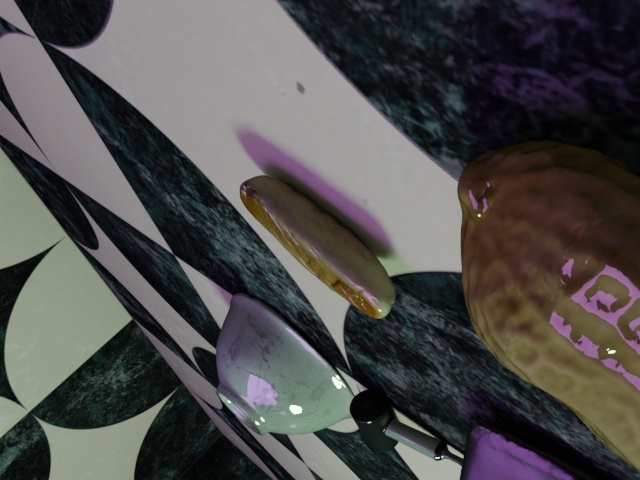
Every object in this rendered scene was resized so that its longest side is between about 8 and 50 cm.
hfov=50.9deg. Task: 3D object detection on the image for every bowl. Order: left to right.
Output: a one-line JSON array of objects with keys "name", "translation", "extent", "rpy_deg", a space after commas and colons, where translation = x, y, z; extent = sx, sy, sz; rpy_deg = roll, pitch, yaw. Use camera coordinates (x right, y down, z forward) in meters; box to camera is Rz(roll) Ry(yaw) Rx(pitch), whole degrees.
[{"name": "bowl", "translation": [-0.095, 0.254, 1.196], "extent": [0.313, 0.146, 0.313], "rpy_deg": [39, 158, 19]}]

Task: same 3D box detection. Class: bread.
[{"name": "bread", "translation": [-0.001, 0.000, 0.699], "extent": [0.214, 0.053, 0.073], "rpy_deg": [40, 154, 21]}]

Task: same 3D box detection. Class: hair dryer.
[{"name": "hair dryer", "translation": [0.135, 0.292, 0.979], "extent": [0.197, 0.057, 0.100], "rpy_deg": [17, 147, 41]}]

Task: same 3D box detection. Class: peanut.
[{"name": "peanut", "translation": [0.169, 0.039, 0.383], "extent": [0.233, 0.110, 0.197], "rpy_deg": [37, 157, 18]}]

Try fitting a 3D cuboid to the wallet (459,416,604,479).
[{"name": "wallet", "translation": [0.281, 0.352, 0.700], "extent": [0.323, 0.041, 0.247], "rpy_deg": [24, 123, 38]}]
